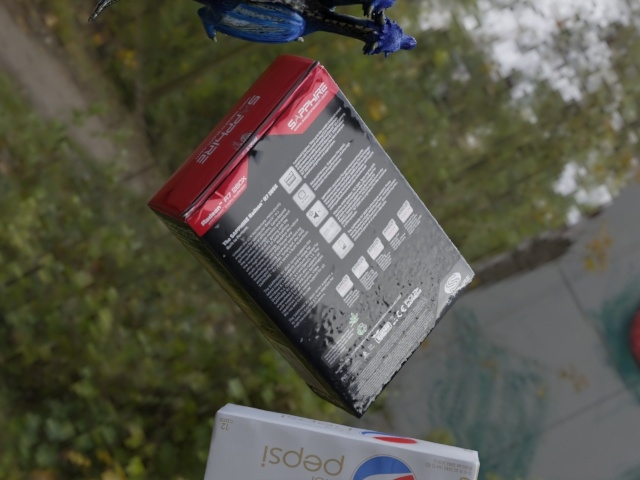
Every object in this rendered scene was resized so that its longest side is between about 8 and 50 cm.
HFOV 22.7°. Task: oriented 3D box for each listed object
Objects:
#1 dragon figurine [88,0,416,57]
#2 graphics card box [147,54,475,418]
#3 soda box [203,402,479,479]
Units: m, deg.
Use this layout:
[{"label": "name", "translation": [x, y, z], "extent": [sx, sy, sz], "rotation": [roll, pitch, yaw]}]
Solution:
[{"label": "dragon figurine", "translation": [-0.057, -0.221, 1.445], "extent": [0.144, 0.289, 0.085], "rotation": [-160, -104, -74]}, {"label": "graphics card box", "translation": [0.000, 0.000, 1.789], "extent": [0.094, 0.233, 0.371], "rotation": [21, -23, 51]}, {"label": "soda box", "translation": [0.017, 0.189, 1.293], "extent": [0.069, 0.216, 0.074], "rotation": [-1, 102, -86]}]
